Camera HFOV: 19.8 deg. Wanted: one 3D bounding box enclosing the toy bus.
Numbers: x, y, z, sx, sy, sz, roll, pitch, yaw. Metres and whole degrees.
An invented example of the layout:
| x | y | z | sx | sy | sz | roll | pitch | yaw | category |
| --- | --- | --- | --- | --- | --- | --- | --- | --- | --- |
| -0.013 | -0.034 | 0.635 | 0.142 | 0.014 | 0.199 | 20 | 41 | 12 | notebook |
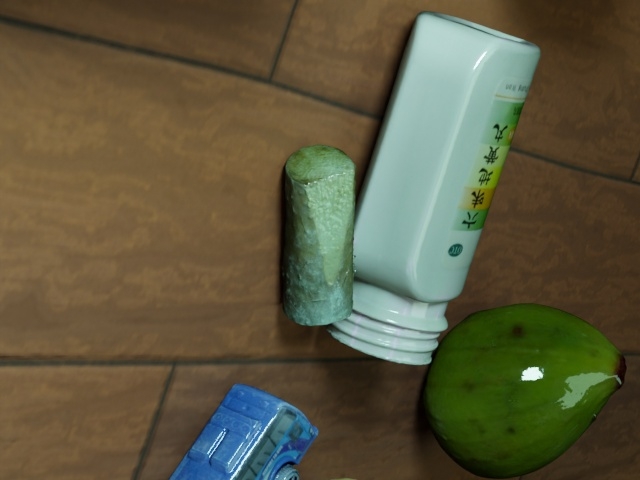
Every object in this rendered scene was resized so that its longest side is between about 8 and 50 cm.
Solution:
| x | y | z | sx | sy | sz | roll | pitch | yaw | category |
| --- | --- | --- | --- | --- | --- | --- | --- | --- | --- |
| -0.095 | 0.239 | 1.653 | 0.236 | 0.079 | 0.094 | -56 | 150 | -22 | toy bus |

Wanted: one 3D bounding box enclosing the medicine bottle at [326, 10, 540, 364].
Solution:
| x | y | z | sx | sy | sz | roll | pitch | yaw | category |
| --- | --- | --- | --- | --- | --- | --- | --- | --- | --- |
| 0.103 | -0.048 | 1.751 | 0.179 | 0.124 | 0.324 | -11 | 122 | -70 | medicine bottle |

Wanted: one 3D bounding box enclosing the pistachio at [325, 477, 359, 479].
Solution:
| x | y | z | sx | sy | sz | roll | pitch | yaw | category |
| --- | --- | --- | --- | --- | --- | --- | --- | --- | --- |
| -0.012 | 0.336 | 1.797 | 0.229 | 0.157 | 0.157 | -59 | 153 | -2 | pistachio |

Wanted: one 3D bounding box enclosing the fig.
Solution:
| x | y | z | sx | sy | sz | roll | pitch | yaw | category |
| --- | --- | --- | --- | --- | --- | --- | --- | --- | --- |
| 0.233 | 0.168 | 2.056 | 0.203 | 0.225 | 0.203 | 15 | 73 | -60 | fig |

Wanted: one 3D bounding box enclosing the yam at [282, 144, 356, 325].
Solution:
| x | y | z | sx | sy | sz | roll | pitch | yaw | category |
| --- | --- | --- | --- | --- | --- | --- | --- | --- | --- |
| 0.000 | 0.000 | 1.655 | 0.068 | 0.068 | 0.169 | -40 | 143 | -42 | yam |
